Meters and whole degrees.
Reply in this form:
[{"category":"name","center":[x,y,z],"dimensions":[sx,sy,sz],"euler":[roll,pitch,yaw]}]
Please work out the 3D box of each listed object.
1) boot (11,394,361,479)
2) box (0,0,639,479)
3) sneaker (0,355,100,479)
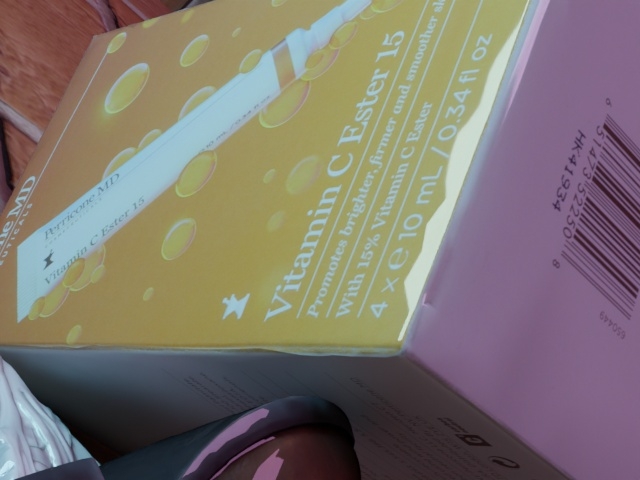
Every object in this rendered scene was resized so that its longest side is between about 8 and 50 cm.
[{"category":"boot","center":[-0.011,0.197,0.410],"dimensions":[0.280,0.096,0.264],"euler":[68,14,8]},{"category":"box","center":[0.000,0.000,0.652],"dimensions":[0.345,0.215,0.168],"euler":[-5,-35,47]},{"category":"sneaker","center":[-0.121,0.120,0.532],"dimensions":[0.115,0.090,0.232],"euler":[43,10,-33]}]
